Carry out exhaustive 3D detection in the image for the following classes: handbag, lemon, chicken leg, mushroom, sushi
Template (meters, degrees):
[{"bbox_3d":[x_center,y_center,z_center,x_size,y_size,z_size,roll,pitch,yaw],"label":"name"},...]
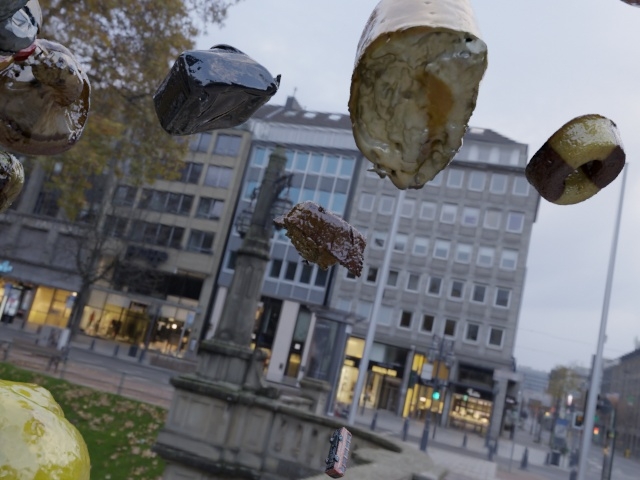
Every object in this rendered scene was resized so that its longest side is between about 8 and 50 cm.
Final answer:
[{"bbox_3d":[-0.286,-0.417,1.652,0.275,0.178,0.302,-17,-2,-30],"label":"handbag"},{"bbox_3d":[-0.531,0.382,0.937,0.347,0.348,0.348,13,-11,3],"label":"lemon"},{"bbox_3d":[-0.561,-0.068,1.011,0.093,0.178,0.070,25,13,-39],"label":"chicken leg"},{"bbox_3d":[-0.623,-0.311,1.372,0.254,0.267,0.267,38,6,38],"label":"mushroom"},{"bbox_3d":[-0.002,-0.002,0.641,0.118,0.060,0.061,31,-7,41],"label":"sushi"}]

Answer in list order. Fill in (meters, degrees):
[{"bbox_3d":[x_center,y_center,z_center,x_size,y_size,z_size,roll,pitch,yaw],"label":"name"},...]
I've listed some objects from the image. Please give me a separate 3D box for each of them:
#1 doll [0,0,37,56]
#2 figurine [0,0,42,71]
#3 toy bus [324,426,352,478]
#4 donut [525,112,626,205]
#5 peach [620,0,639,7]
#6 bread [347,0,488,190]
[{"bbox_3d":[-0.280,-0.293,0.415,0.158,0.341,0.246,-19,-11,4],"label":"doll"},{"bbox_3d":[-0.684,-0.471,1.078,0.268,0.387,0.401,15,33,10],"label":"figurine"},{"bbox_3d":[0.039,0.453,1.300,0.031,0.110,0.043,-32,-67,32],"label":"toy bus"},{"bbox_3d":[0.477,-0.140,1.131,0.166,0.073,0.184,25,-52,-34],"label":"donut"},{"bbox_3d":[0.563,-0.471,1.021,0.153,0.159,0.267,17,32,-3],"label":"peach"},{"bbox_3d":[0.185,-0.358,1.327,0.250,0.394,0.361,9,-49,-3],"label":"bread"}]
